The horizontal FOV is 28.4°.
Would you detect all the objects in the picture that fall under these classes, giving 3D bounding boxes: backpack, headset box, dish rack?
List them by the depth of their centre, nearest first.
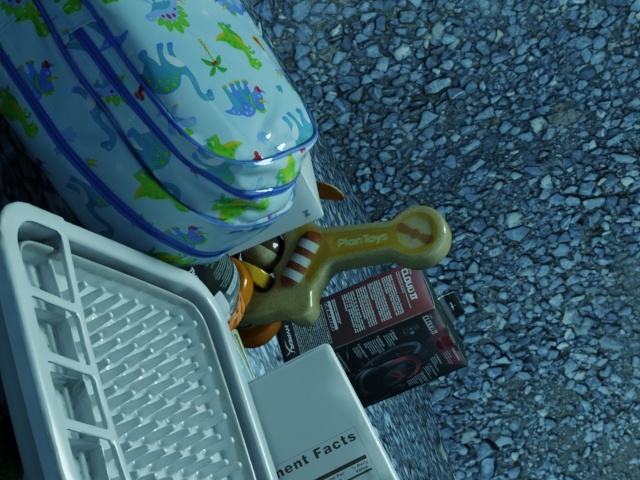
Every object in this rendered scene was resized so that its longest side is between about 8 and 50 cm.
[{"bbox_3d":[-0.161,0.135,1.063,0.333,0.072,0.285,27,37,-59],"label":"dish rack"},{"bbox_3d":[-0.171,-0.143,1.226,0.290,0.273,0.355,-21,91,-60],"label":"backpack"},{"bbox_3d":[0.102,0.166,2.119,0.218,0.293,0.110,55,14,-52],"label":"headset box"}]

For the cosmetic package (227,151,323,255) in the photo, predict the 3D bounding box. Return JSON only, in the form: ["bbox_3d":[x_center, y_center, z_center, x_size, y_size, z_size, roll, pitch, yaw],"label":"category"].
[{"bbox_3d":[-0.134,-0.094,1.550,0.225,0.224,0.138,-103,168,-53],"label":"cosmetic package"}]

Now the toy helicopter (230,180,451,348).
[{"bbox_3d":[0.000,0.000,1.695,0.140,0.355,0.235,53,33,-58],"label":"toy helicopter"}]

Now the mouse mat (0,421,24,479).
[{"bbox_3d":[-0.212,0.211,0.961,0.189,0.007,0.153,45,23,-72],"label":"mouse mat"}]

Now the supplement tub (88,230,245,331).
[{"bbox_3d":[-0.164,0.026,1.403,0.117,0.117,0.190,-103,167,-51],"label":"supplement tub"}]

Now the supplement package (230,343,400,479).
[{"bbox_3d":[0.004,0.283,1.239,0.293,0.175,0.177,63,-2,21],"label":"supplement package"}]

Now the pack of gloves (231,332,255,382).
[{"bbox_3d":[-0.083,0.206,1.496,0.232,0.046,0.195,65,-5,-17],"label":"pack of gloves"}]

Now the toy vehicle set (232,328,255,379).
[{"bbox_3d":[-0.093,0.235,1.563,0.166,0.035,0.267,30,37,-77],"label":"toy vehicle set"}]
